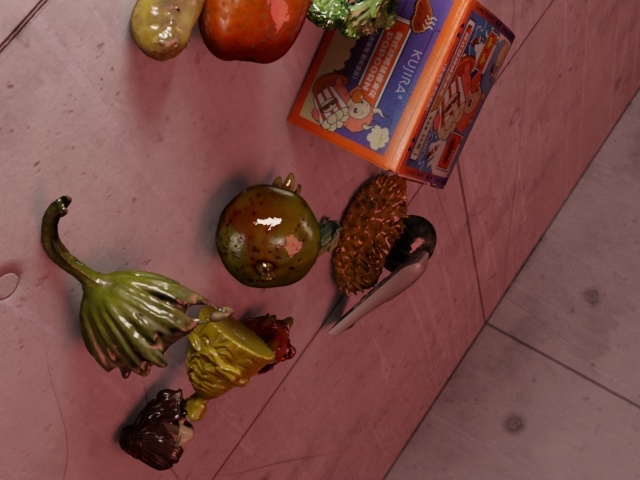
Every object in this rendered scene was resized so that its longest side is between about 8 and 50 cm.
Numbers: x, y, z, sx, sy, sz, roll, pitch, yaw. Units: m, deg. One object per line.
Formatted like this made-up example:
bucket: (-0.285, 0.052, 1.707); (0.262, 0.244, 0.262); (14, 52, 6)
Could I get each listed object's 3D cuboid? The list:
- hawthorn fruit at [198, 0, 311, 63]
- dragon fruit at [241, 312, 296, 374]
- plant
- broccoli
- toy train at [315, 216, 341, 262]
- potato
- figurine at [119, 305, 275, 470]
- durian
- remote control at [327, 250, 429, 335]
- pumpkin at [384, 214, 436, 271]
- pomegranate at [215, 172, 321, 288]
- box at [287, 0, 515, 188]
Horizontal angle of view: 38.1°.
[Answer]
hawthorn fruit: (-0.104, -0.349, 1.367); (0.189, 0.189, 0.189); (-43, 149, -33)
dragon fruit: (-0.124, 0.230, 1.949); (0.175, 0.138, 0.142); (-54, 165, -77)
plant: (-0.331, 0.053, 1.450); (0.333, 0.251, 0.180); (56, 37, -22)
broccoli: (0.060, -0.463, 1.502); (0.261, 0.242, 0.269); (17, 72, -45)
toy train: (0.000, 0.000, 2.061); (0.122, 0.050, 0.081); (-38, 154, -42)
potato: (-0.214, -0.319, 1.295); (0.092, 0.070, 0.138); (27, 83, -34)
figurine: (-0.244, 0.305, 1.795); (0.315, 0.187, 0.168); (-56, 145, 4)
durian: (0.121, 0.003, 2.211); (0.191, 0.112, 0.341); (-19, 134, -58)
remote control: (0.150, 0.139, 2.305); (0.313, 0.055, 0.109); (-42, 180, 26)
pumpkin: (0.222, 0.012, 2.391); (0.167, 0.125, 0.167); (-40, 146, -35)
pomegranate: (-0.081, -0.026, 1.713); (0.246, 0.198, 0.198); (-49, 152, -29)
box: (0.171, -0.315, 1.808); (0.318, 0.257, 0.348); (7, 110, -64)
